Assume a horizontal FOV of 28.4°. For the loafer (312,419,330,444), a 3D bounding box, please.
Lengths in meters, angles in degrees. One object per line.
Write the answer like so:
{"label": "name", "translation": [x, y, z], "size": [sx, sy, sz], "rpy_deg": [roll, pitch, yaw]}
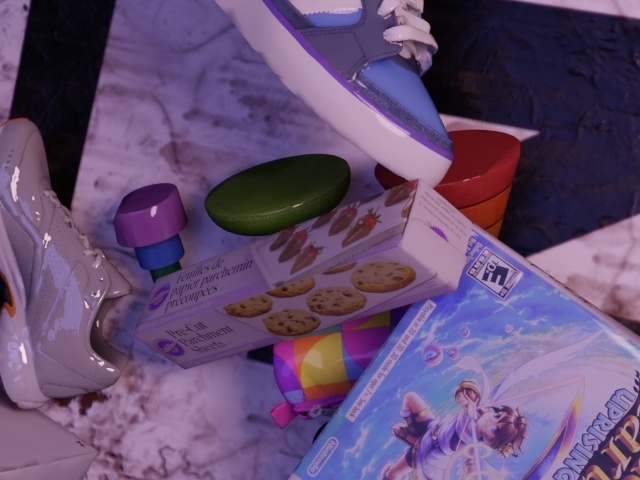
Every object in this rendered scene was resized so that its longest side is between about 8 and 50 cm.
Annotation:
{"label": "loafer", "translation": [0.092, 0.177, 1.037], "size": [0.220, 0.078, 0.080], "rpy_deg": [-9, 84, 16]}

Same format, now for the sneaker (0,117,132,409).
{"label": "sneaker", "translation": [-0.232, 0.016, 1.147], "size": [0.121, 0.099, 0.262], "rpy_deg": [-8, 92, 9]}

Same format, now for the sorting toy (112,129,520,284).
{"label": "sorting toy", "translation": [0.000, 0.000, 1.084], "size": [0.366, 0.127, 0.126], "rpy_deg": [-8, 114, 19]}

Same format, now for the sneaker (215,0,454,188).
{"label": "sneaker", "translation": [0.045, -0.224, 0.936], "size": [0.236, 0.130, 0.323], "rpy_deg": [-45, 73, 12]}

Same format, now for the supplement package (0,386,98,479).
{"label": "supplement package", "translation": [-0.337, 0.240, 1.101], "size": [0.149, 0.194, 0.203], "rpy_deg": [30, 94, 16]}

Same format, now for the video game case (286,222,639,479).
{"label": "video game case", "translation": [0.135, 0.165, 0.938], "size": [0.244, 0.061, 0.269], "rpy_deg": [36, 96, 10]}

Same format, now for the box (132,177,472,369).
{"label": "box", "translation": [-0.024, 0.034, 0.995], "size": [0.324, 0.067, 0.063], "rpy_deg": [-19, 42, 44]}

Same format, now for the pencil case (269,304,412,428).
{"label": "pencil case", "translation": [0.075, 0.091, 1.039], "size": [0.236, 0.104, 0.104], "rpy_deg": [-13, 83, 16]}
